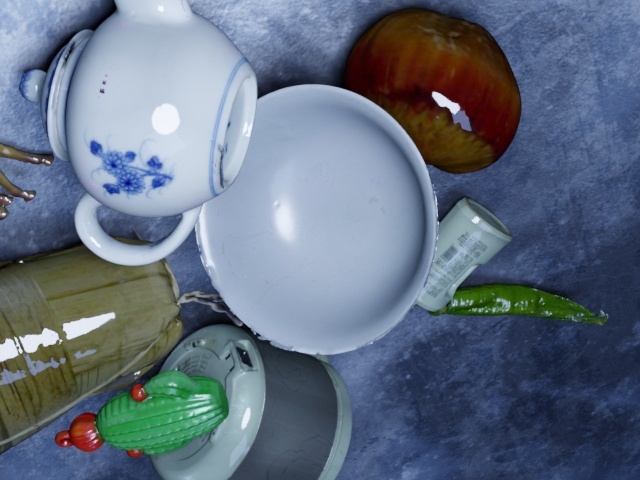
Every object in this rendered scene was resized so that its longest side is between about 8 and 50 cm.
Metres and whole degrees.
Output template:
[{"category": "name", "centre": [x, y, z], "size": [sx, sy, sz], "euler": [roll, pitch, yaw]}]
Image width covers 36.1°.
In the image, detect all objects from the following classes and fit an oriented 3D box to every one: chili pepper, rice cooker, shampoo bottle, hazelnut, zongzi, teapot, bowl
[{"category": "chili pepper", "centre": [0.362, 0.116, 1.790], "size": [0.359, 0.076, 0.085], "euler": [4, 155, -24]}, {"category": "rice cooker", "centre": [-0.111, 0.287, 1.580], "size": [0.277, 0.288, 0.288], "euler": [24, 115, -40]}, {"category": "shampoo bottle", "centre": [0.201, 0.043, 1.638], "size": [0.118, 0.087, 0.234], "euler": [28, 114, -36]}, {"category": "hazelnut", "centre": [0.156, -0.205, 1.328], "size": [0.251, 0.217, 0.217], "euler": [22, 120, -10]}, {"category": "zongzi", "centre": [-0.395, 0.184, 1.459], "size": [0.499, 0.218, 0.467], "euler": [-18, 159, -26]}, {"category": "teapot", "centre": [-0.227, -0.157, 1.167], "size": [0.280, 0.252, 0.424], "euler": [12, 119, 7]}, {"category": "bowl", "centre": [0.017, -0.033, 1.305], "size": [0.345, 0.345, 0.157], "euler": [-52, 166, 22]}]

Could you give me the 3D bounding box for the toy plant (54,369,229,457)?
[{"category": "toy plant", "centre": [-0.244, 0.259, 1.402], "size": [0.240, 0.088, 0.154], "euler": [-33, 136, 21]}]

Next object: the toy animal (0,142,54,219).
[{"category": "toy animal", "centre": [-0.425, -0.134, 1.207], "size": [0.149, 0.054, 0.276], "euler": [-22, 134, -10]}]
